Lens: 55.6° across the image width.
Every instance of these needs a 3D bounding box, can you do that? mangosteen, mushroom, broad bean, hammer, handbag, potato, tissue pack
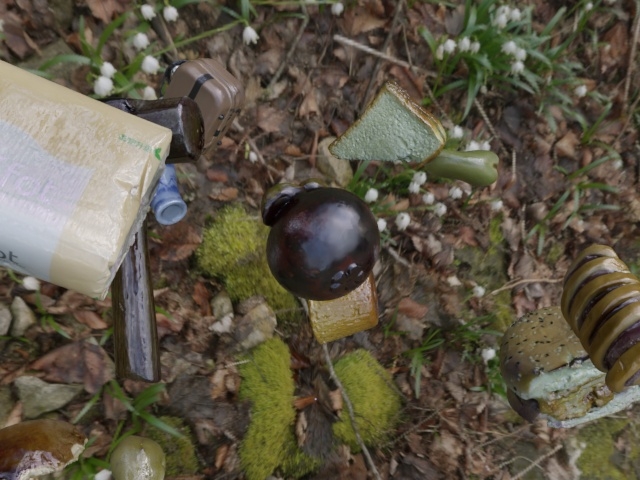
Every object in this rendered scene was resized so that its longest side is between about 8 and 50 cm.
[{"bbox_3d":[0.000,0.000,1.007,0.210,0.210,0.209,0,75,0],"label":"mangosteen"},{"bbox_3d":[-0.629,0.519,1.255,0.208,0.233,0.301,22,78,-27],"label":"mushroom"},{"bbox_3d":[0.473,-0.243,2.016,0.263,0.189,0.121,1,88,-12],"label":"broad bean"},{"bbox_3d":[-0.278,0.000,0.872,0.243,0.095,0.408,-4,92,8],"label":"hammer"},{"bbox_3d":[-0.407,-0.445,1.938,0.283,0.302,0.149,50,43,7],"label":"handbag"},{"bbox_3d":[-0.507,0.637,1.674,0.157,0.157,0.194,-5,38,-2],"label":"potato"},{"bbox_3d":[-0.274,-0.065,0.575,0.222,0.090,0.186,24,56,-12],"label":"tissue pack"}]

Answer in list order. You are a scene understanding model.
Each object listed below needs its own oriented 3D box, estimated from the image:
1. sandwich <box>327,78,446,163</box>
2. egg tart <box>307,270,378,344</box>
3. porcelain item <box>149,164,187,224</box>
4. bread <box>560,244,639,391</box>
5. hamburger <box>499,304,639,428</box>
[{"bbox_3d":[0.199,-0.288,1.766,0.254,0.099,0.288,42,121,-9],"label":"sandwich"},{"bbox_3d":[0.055,0.133,1.403,0.147,0.202,0.202,-8,75,8],"label":"egg tart"},{"bbox_3d":[-0.459,-0.162,1.688,0.141,0.141,0.259,-28,61,-7],"label":"porcelain item"},{"bbox_3d":[0.423,0.111,0.894,0.081,0.134,0.225,9,31,-13],"label":"bread"},{"bbox_3d":[0.563,0.278,1.398,0.318,0.277,0.195,-21,110,-3],"label":"hamburger"}]
